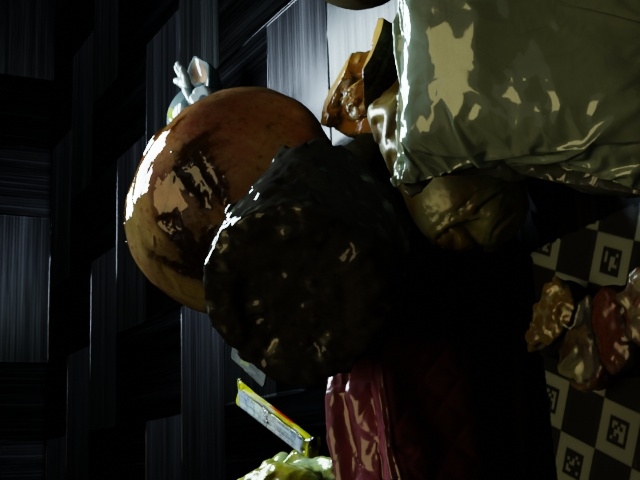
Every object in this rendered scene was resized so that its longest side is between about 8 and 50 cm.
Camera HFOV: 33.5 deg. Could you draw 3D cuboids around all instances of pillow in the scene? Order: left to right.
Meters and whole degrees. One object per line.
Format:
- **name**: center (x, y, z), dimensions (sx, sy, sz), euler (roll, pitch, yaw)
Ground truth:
- **pillow**: center (0.196, -0.187, 0.965), dimensions (0.283, 0.138, 0.309), euler (0, 84, 28)

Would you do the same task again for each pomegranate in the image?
- **pomegranate**: center (-0.114, -0.052, 1.430), dimensions (0.322, 0.322, 0.322), euler (-16, 72, 61)

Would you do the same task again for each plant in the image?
- **plant**: center (0.000, 0.000, 1.185), dimensions (0.215, 0.213, 0.312), euler (-49, 10, 28)

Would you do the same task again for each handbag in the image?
- **handbag**: center (0.093, 0.215, 1.150), dimensions (0.135, 0.146, 0.225), euler (-35, 55, 49)

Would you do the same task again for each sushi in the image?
- **sushi**: center (0.270, 0.088, 0.933), dimensions (0.290, 0.050, 0.264), euler (-28, 61, 57)

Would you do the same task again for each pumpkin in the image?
- **pumpkin**: center (0.077, -0.182, 1.279), dimensions (0.183, 0.108, 0.119), euler (154, 135, -70)

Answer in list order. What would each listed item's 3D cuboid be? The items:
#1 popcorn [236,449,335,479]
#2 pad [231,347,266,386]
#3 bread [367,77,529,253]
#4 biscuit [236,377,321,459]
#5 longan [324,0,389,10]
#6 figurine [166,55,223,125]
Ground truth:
- **popcorn**: center (-0.035, 0.370, 1.337), dimensions (0.204, 0.184, 0.221), euler (59, 144, 1)
- **pad**: center (-0.099, 0.109, 1.681), dimensions (0.143, 0.003, 0.211), euler (29, 112, 60)
- **bread**: center (0.137, -0.091, 1.128), dimensions (0.088, 0.128, 0.232), euler (83, 170, -52)
- **biscuit**: center (-0.072, 0.267, 1.580), dimensions (0.292, 0.026, 0.048), euler (22, 109, 62)
- **longan**: center (0.041, -0.384, 1.300), dimensions (0.212, 0.198, 0.198), euler (-26, 63, 57)
- **figurine**: center (-0.175, -0.207, 1.739), dimensions (0.265, 0.140, 0.193), euler (5, 114, 50)
